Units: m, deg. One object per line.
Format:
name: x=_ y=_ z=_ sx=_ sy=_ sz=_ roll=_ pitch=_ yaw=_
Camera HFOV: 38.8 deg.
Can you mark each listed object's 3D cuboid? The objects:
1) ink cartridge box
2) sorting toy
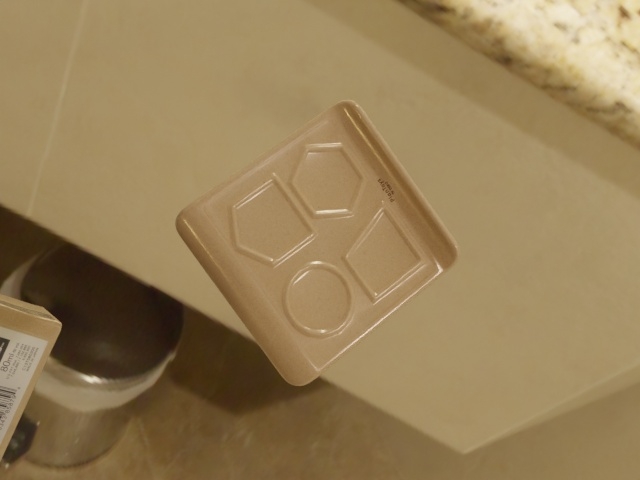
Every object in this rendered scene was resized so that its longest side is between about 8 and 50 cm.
ink cartridge box: x=-0.487 y=0.179 z=1.214 sx=0.193 sy=0.088 sz=0.235 roll=25 pitch=89 yaw=-40
sorting toy: x=0.000 y=0.000 z=0.846 sx=0.208 sy=0.038 sz=0.193 roll=-36 pitch=93 yaw=-15
